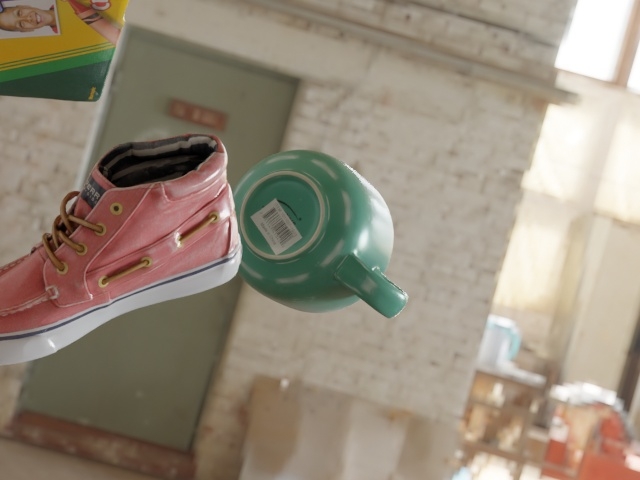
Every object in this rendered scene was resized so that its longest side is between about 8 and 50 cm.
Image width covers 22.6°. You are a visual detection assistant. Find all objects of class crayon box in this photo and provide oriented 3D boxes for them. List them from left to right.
[{"bbox_3d":[-0.198,-0.199,1.000,0.165,0.081,0.278,3,-30,-17],"label":"crayon box"}]

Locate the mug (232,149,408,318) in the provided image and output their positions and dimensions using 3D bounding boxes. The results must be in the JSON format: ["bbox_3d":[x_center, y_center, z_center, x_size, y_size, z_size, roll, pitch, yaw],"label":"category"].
[{"bbox_3d":[-0.003,-0.009,1.323,0.157,0.129,0.097,5,-11,22],"label":"mug"}]

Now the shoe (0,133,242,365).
[{"bbox_3d":[-0.126,0.001,0.843,0.178,0.081,0.063,-19,37,-22],"label":"shoe"}]
